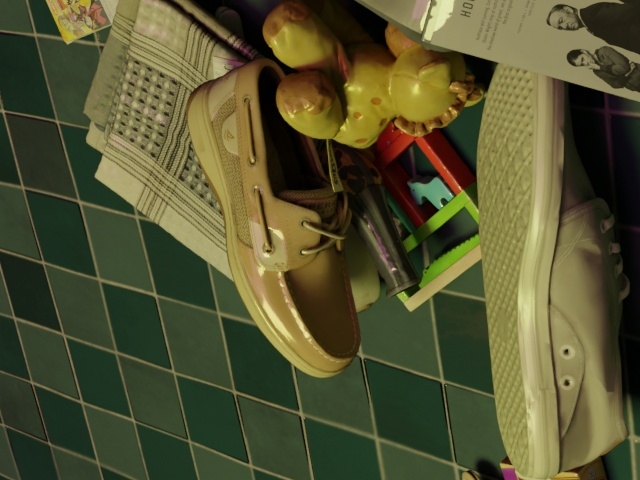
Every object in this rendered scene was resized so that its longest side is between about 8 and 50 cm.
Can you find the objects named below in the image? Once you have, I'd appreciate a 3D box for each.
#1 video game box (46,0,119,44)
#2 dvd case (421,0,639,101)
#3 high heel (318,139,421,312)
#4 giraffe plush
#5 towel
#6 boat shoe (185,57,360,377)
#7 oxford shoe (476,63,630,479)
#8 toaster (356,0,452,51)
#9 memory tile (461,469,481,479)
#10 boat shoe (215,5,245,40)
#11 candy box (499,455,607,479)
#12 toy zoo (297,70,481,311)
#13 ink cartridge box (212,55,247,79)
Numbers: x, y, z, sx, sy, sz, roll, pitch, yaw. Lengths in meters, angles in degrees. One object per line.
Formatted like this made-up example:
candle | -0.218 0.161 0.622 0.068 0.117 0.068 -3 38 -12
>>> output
video game box | -0.289 -0.359 1.724 0.187 0.048 0.205 -10 108 44
dvd case | 0.224 -0.222 1.228 0.239 0.029 0.179 16 127 3
high heel | 0.000 0.000 1.608 0.261 0.093 0.186 -29 83 51
giraffe plush | 0.065 -0.165 1.400 0.171 0.181 0.210 -12 108 25
towel | -0.151 -0.124 1.678 0.324 0.056 0.312 40 137 15
boat shoe | -0.032 -0.020 1.474 0.110 0.122 0.341 -21 94 42
oxford shoe | 0.237 0.019 1.400 0.169 0.130 0.449 -128 30 -73
toaster | 0.102 -0.283 1.326 0.227 0.129 0.146 37 134 20
memory tile | 0.203 0.349 1.686 0.113 0.012 0.148 47 153 41
boat shoe | -0.105 -0.225 1.645 0.035 0.035 0.100 -134 28 -56
candy box | 0.282 0.324 1.601 0.109 0.053 0.186 1 117 46
toy zoo | 0.068 -0.079 1.566 0.293 0.030 0.192 53 140 4
ink cartridge box | -0.084 -0.150 1.561 0.063 0.029 0.115 17 124 31
